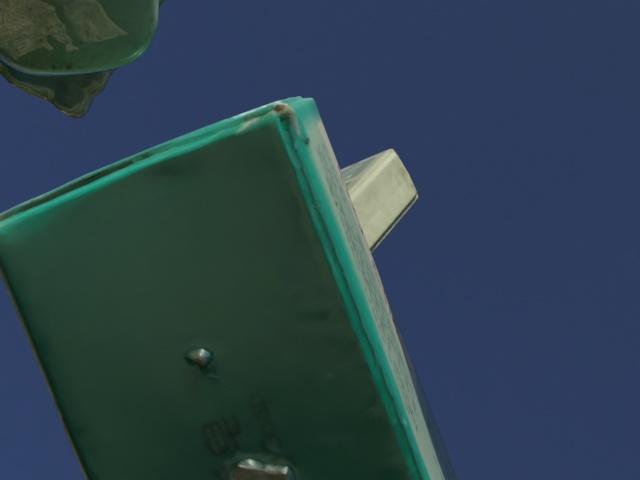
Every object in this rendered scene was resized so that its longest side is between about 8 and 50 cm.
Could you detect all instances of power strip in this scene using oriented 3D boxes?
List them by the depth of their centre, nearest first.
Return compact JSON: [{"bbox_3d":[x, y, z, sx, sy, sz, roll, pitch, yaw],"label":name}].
[{"bbox_3d":[0.001,0.000,1.032,0.078,0.272,0.052,-22,-78,28],"label":"power strip"}]

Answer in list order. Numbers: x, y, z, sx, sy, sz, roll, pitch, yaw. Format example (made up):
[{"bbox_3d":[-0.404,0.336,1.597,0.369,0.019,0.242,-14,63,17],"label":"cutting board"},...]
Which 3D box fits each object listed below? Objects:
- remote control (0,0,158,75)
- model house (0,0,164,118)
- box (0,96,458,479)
[{"bbox_3d":[-0.089,-0.163,0.450,0.072,0.042,0.222,-6,-85,-13],"label":"remote control"},{"bbox_3d":[-0.147,-0.269,0.803,0.230,0.249,0.280,29,-54,-20],"label":"model house"},{"bbox_3d":[-0.004,0.082,0.455,0.092,0.153,0.245,-20,-86,4],"label":"box"}]
